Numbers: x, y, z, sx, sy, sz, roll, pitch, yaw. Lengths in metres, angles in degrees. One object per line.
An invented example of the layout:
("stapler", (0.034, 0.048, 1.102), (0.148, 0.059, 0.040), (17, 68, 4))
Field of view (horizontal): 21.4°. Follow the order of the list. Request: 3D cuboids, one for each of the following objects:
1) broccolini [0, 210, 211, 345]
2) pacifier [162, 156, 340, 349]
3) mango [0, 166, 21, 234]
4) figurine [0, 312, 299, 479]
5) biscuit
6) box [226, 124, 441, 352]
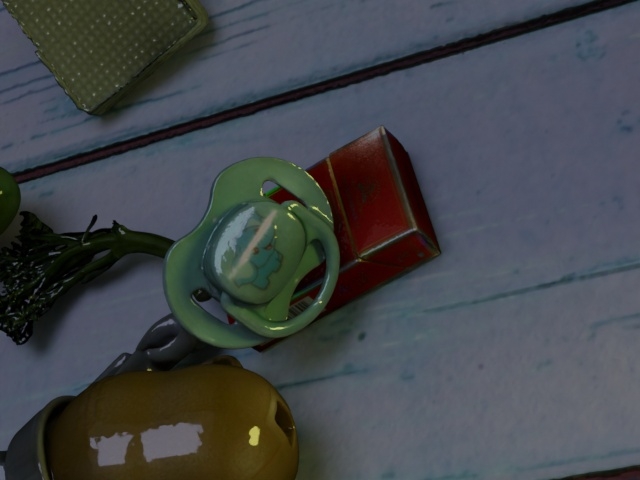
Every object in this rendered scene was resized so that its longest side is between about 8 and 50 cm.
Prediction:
("broccolini", (-0.195, 0.040, 1.435), (0.271, 0.062, 0.123), (7, 73, 43))
("pacifier", (-0.053, 0.013, 1.288), (0.150, 0.126, 0.116), (-64, 14, -9))
("mango", (-0.360, -0.010, 1.550), (0.237, 0.137, 0.091), (-21, 98, 21))
("figurine", (-0.146, 0.186, 1.256), (0.285, 0.167, 0.342), (-30, 50, 19))
("biscuit", (-0.232, -0.253, 1.561), (0.150, 0.052, 0.252), (-40, 86, 18))
("box", (0.000, -0.001, 1.340), (0.175, 0.048, 0.112), (-30, 50, 17))
